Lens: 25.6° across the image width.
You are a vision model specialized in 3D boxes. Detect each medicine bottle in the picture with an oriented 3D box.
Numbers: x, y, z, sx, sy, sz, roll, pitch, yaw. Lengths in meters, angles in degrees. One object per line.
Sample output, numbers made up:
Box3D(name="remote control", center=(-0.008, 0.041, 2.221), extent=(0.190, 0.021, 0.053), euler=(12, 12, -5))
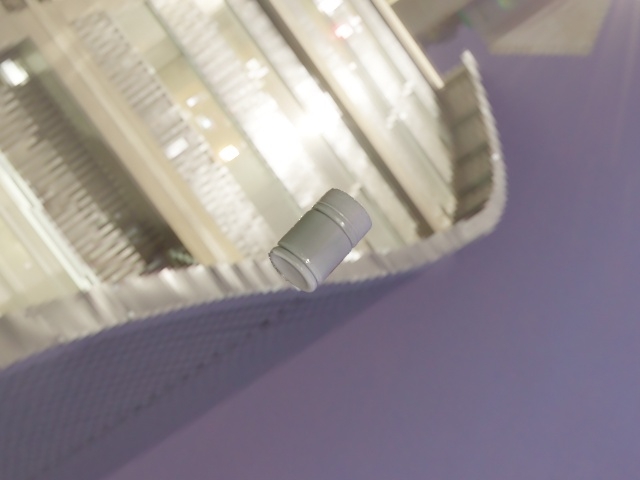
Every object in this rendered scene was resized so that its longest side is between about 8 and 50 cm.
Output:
Box3D(name="medicine bottle", center=(0.000, 0.000, 1.319), extent=(0.089, 0.057, 0.057), euler=(-47, -169, -18))
